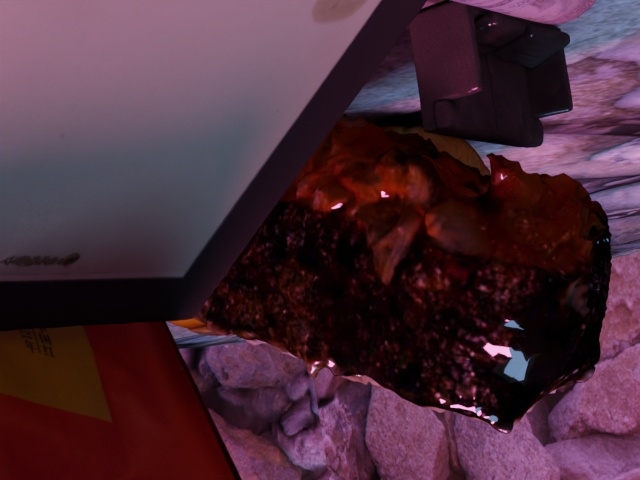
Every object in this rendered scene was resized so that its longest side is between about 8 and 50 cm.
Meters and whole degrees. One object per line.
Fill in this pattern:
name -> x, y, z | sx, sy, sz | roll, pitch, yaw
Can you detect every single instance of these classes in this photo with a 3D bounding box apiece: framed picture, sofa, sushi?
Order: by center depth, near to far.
framed picture -> -0.057, -0.083, 0.564 | 0.265, 0.016, 0.347 | -2, 136, -51
sofa -> 0.125, -0.111, 0.978 | 0.060, 0.085, 0.147 | -11, 172, 33
sushi -> 0.051, 0.005, 1.024 | 0.343, 0.182, 0.196 | 19, -169, 37

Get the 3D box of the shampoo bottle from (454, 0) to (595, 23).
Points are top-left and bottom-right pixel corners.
shampoo bottle -> 0.060, -0.149, 0.691 | 0.072, 0.072, 0.214 | -16, 169, 40

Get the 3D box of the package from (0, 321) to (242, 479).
package -> -0.179, 0.057, 0.722 | 0.196, 0.423, 0.123 | 17, 118, -38

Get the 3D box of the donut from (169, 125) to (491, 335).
donut -> 0.000, 0.000, 1.333 | 0.360, 0.170, 0.360 | -11, 173, -1
